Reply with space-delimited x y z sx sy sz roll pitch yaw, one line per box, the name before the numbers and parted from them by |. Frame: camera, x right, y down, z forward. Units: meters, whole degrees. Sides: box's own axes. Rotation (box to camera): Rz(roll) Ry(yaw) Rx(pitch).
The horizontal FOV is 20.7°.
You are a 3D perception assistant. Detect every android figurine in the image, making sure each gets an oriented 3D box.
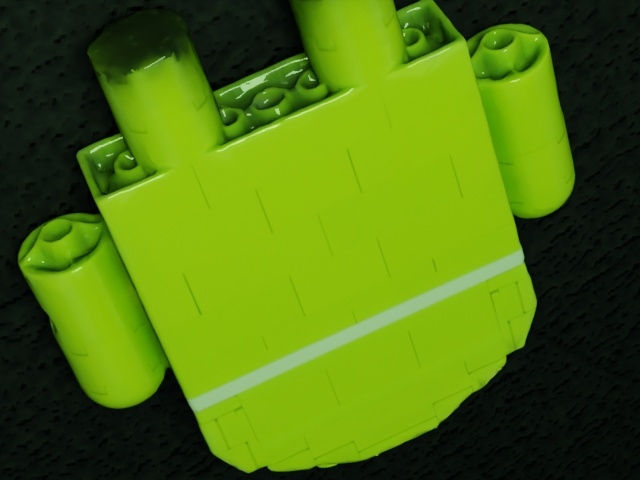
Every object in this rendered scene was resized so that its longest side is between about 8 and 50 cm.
android figurine | 0.000 0.000 0.776 0.248 0.056 0.273 -26 131 -4
